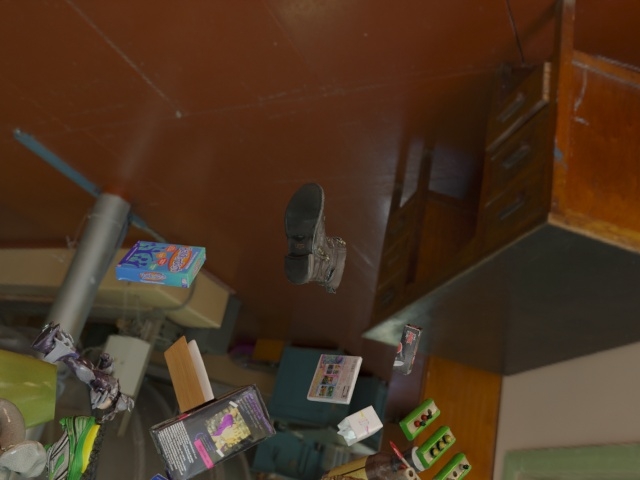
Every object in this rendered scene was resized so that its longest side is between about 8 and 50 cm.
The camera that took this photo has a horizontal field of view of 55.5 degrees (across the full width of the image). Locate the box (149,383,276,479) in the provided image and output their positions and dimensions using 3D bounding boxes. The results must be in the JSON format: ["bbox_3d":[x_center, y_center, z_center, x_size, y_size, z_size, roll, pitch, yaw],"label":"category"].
[{"bbox_3d":[-0.275,0.481,1.536,0.271,0.143,0.165,-21,173,-24],"label":"box"}]

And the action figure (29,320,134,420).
[{"bbox_3d":[-0.544,0.312,1.433,0.285,0.099,0.185,49,169,-22],"label":"action figure"}]

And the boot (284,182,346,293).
[{"bbox_3d":[0.000,0.000,1.495,0.091,0.262,0.229,9,-179,27],"label":"boot"}]

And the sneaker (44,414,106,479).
[{"bbox_3d":[-0.749,0.677,1.773,0.147,0.343,0.134,11,140,-3],"label":"sneaker"}]

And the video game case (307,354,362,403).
[{"bbox_3d":[0.044,0.428,1.888,0.143,0.157,0.019,-3,139,30],"label":"video game case"}]

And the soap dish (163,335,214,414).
[{"bbox_3d":[-0.428,0.501,2.041,0.118,0.290,0.228,-18,140,-15],"label":"soap dish"}]

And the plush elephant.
[{"bbox_3d":[-0.671,0.418,1.141,0.330,0.272,0.255,52,145,2],"label":"plush elephant"}]

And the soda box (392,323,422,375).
[{"bbox_3d":[0.304,0.381,2.129,0.060,0.168,0.053,17,-174,20],"label":"soda box"}]

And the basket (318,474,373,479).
[{"bbox_3d":[0.097,0.579,1.172,0.223,0.213,0.299,24,149,-24],"label":"basket"}]

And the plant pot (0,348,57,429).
[{"bbox_3d":[-0.808,0.375,1.491,0.294,0.274,0.275,3,161,-24],"label":"plant pot"}]

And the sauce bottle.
[{"bbox_3d":[0.157,0.699,1.817,0.345,0.111,0.111,-31,134,32],"label":"sauce bottle"}]

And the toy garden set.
[{"bbox_3d":[0.243,0.483,1.269,0.204,0.244,0.049,-24,172,-43],"label":"toy garden set"}]

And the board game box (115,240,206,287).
[{"bbox_3d":[-0.456,0.066,1.756,0.211,0.160,0.047,6,119,5],"label":"board game box"}]

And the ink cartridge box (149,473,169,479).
[{"bbox_3d":[-0.541,0.834,1.789,0.333,0.065,0.165,-40,117,9],"label":"ink cartridge box"}]

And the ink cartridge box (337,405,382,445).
[{"bbox_3d":[0.142,0.704,2.297,0.143,0.089,0.092,-16,152,-32],"label":"ink cartridge box"}]
